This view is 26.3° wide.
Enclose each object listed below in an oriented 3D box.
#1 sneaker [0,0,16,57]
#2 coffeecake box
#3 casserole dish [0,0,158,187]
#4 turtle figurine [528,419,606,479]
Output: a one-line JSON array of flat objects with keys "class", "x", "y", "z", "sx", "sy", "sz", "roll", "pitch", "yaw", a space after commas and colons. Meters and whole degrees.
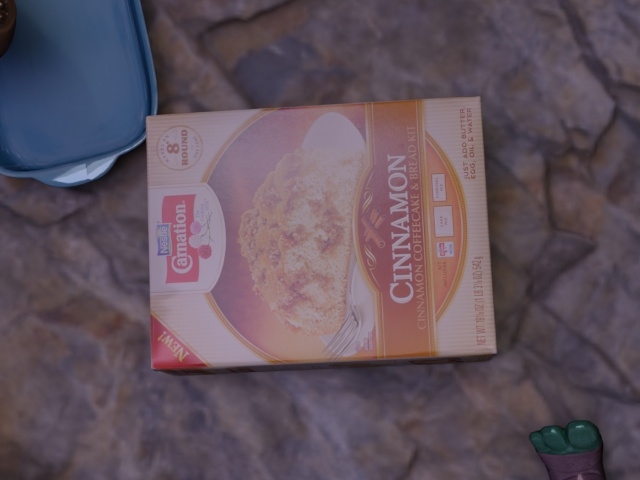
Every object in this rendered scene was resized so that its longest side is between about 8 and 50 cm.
[{"class": "sneaker", "x": -0.239, "y": -0.137, "z": 0.784, "sx": 0.192, "sy": 0.064, "sz": 0.086, "roll": 44, "pitch": 129, "yaw": 29}, {"class": "coffeecake box", "x": 0.000, "y": 0.000, "z": 0.767, "sx": 0.186, "sy": 0.068, "sz": 0.142, "roll": -3, "pitch": 81, "yaw": 4}, {"class": "casserole dish", "x": -0.158, "y": -0.119, "z": 0.813, "sx": 0.114, "sy": 0.037, "sz": 0.188, "roll": -14, "pitch": 80, "yaw": 1}, {"class": "turtle figurine", "x": 0.173, "y": 0.210, "z": 0.696, "sx": 0.175, "sy": 0.118, "sz": 0.234, "roll": 5, "pitch": 64, "yaw": -12}]
